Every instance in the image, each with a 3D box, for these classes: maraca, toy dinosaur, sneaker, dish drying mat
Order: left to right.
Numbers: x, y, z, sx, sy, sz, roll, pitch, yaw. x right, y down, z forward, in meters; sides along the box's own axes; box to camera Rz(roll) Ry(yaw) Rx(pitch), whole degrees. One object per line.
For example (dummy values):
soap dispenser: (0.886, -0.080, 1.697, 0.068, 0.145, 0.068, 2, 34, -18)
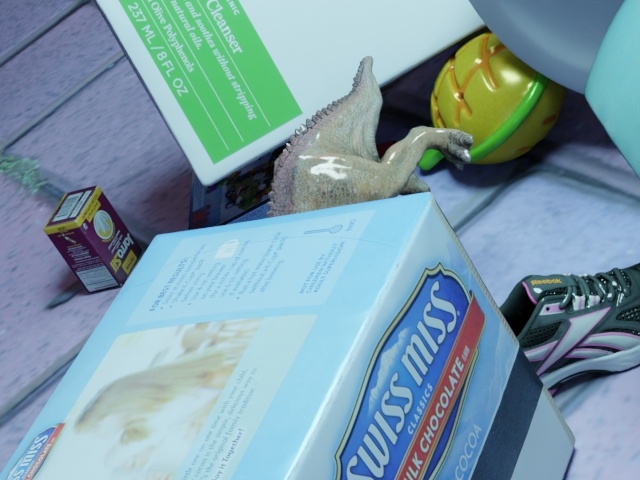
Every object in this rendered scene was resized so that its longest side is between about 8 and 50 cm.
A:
toy dinosaur: (0.000, 0.000, 1.209, 0.200, 0.296, 0.127, 3, -4, -15)
dish drying mat: (0.029, -0.072, 1.495, 0.083, 0.008, 0.032, -15, 32, 27)
maraca: (0.137, -0.116, 1.377, 0.185, 0.099, 0.127, -19, 40, 62)
sneaker: (0.170, 0.051, 1.113, 0.178, 0.077, 0.072, -30, 31, 2)

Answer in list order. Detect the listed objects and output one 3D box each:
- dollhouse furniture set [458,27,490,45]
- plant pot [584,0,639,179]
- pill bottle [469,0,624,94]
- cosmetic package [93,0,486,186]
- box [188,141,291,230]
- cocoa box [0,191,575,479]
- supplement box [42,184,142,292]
dollhouse furniture set: (0.196, -0.395, 1.683, 0.394, 0.256, 0.362, -51, 28, 9)
plant pot: (0.307, -0.089, 1.005, 0.235, 0.293, 0.293, -37, 28, 13)
pill bottle: (0.293, -0.318, 1.260, 0.229, 0.229, 0.408, 10, 56, 49)
cosmetic package: (0.011, -0.216, 1.398, 0.365, 0.197, 0.155, -31, 5, -2)
box: (-0.042, -0.078, 1.519, 0.159, 0.044, 0.233, -28, 28, 13)
cocoa box: (-0.034, 0.174, 0.969, 0.231, 0.228, 0.347, -8, 38, 36)
supplement box: (-0.212, -0.001, 1.537, 0.043, 0.083, 0.055, -12, 36, 30)
